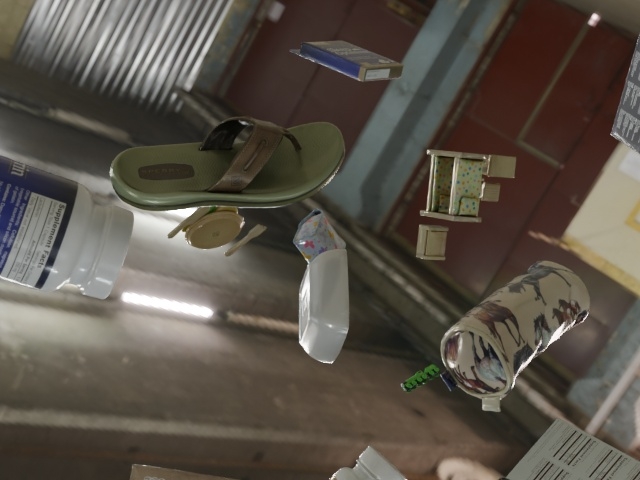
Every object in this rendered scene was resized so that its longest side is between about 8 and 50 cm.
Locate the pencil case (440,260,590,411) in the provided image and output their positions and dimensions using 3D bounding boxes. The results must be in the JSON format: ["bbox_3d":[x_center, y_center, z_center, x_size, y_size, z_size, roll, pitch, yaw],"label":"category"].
[{"bbox_3d":[0.411,0.182,1.969,0.160,0.183,0.410,4,-158,40],"label":"pencil case"}]

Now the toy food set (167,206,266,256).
[{"bbox_3d":[-0.215,-0.030,1.941,0.192,0.132,0.038,22,-142,-51],"label":"toy food set"}]

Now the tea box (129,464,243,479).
[{"bbox_3d":[-0.122,0.466,1.369,0.329,0.219,0.323,10,159,-3],"label":"tea box"}]

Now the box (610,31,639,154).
[{"bbox_3d":[0.724,-0.392,1.814,0.318,0.394,0.097,-30,-125,-23],"label":"box"}]

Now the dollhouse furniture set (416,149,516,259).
[{"bbox_3d":[0.261,-0.053,1.583,0.161,0.181,0.101,1,-173,-31],"label":"dollhouse furniture set"}]

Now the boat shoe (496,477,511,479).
[{"bbox_3d":[0.241,0.355,1.122,0.065,0.083,0.183,16,-169,-24],"label":"boat shoe"}]

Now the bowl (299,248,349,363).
[{"bbox_3d":[0.002,0.093,1.358,0.053,0.142,0.142,5,-120,-8],"label":"bowl"}]

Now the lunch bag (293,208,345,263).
[{"bbox_3d":[0.000,0.000,1.440,0.071,0.053,0.083,54,-150,-23],"label":"lunch bag"}]

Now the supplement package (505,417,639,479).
[{"bbox_3d":[0.420,0.421,1.463,0.203,0.149,0.194,27,150,42],"label":"supplement package"}]

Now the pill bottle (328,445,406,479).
[{"bbox_3d":[0.061,0.533,1.921,0.131,0.229,0.131,42,176,4],"label":"pill bottle"}]

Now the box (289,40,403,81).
[{"bbox_3d":[0.054,-0.402,2.095,0.225,0.036,0.136,28,-152,34],"label":"box"}]

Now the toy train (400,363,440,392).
[{"bbox_3d":[0.174,0.240,1.663,0.083,0.017,0.024,-24,-140,-31],"label":"toy train"}]

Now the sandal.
[{"bbox_3d":[-0.109,-0.103,1.191,0.303,0.086,0.120,-10,-131,-18],"label":"sandal"}]

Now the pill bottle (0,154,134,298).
[{"bbox_3d":[-0.385,-0.021,1.226,0.265,0.153,0.153,20,-164,-21],"label":"pill bottle"}]
